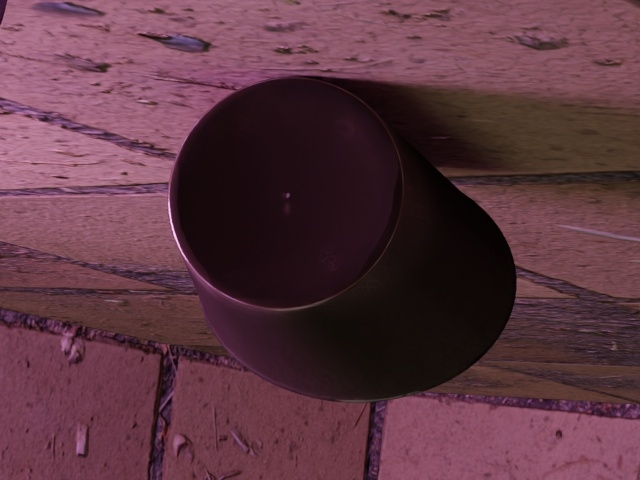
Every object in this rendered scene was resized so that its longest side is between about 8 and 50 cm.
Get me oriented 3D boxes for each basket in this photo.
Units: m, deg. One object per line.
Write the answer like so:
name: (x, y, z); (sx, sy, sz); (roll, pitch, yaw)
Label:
basket: (0.000, 0.000, 1.107); (0.204, 0.154, 0.227); (3, 167, 12)

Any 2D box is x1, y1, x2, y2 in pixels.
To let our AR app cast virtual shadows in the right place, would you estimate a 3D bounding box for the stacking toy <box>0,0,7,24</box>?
stacking toy: (-0.124, -0.117, 0.522); (0.141, 0.141, 0.330); (10, 165, -21)
